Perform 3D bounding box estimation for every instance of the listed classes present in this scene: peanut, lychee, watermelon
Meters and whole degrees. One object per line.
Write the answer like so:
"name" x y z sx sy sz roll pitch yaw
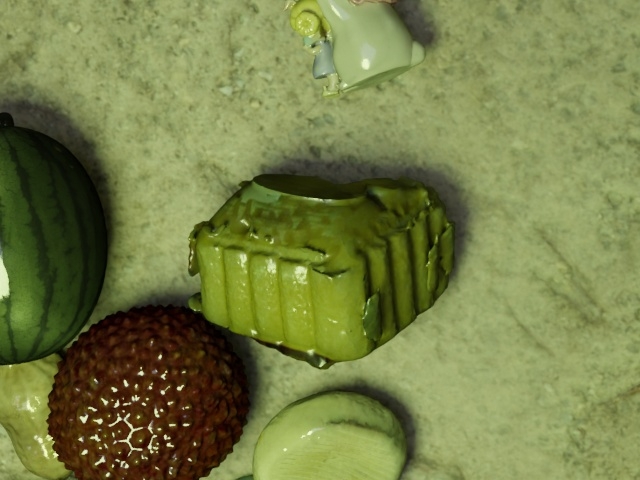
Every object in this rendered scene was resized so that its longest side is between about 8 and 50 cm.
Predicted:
"peanut" -0.414 0.246 1.742 0.129 0.129 0.224 -27 93 11
"lychee" -0.237 0.225 1.645 0.276 0.304 0.275 10 130 13
"watermelon" -0.439 -0.007 1.646 0.279 0.279 0.359 -8 88 10

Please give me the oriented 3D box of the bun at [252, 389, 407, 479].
"bun" 0.010 0.295 1.683 0.222 0.127 0.222 -5 118 -9

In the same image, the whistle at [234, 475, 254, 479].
"whistle" -0.146 0.406 1.743 0.258 0.067 0.126 3 95 12

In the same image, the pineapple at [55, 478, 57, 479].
"pineapple" -0.266 0.481 1.683 0.361 0.175 0.175 29 100 -14

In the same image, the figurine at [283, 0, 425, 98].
"figurine" 0.034 -0.327 1.619 0.155 0.127 0.235 -21 86 21

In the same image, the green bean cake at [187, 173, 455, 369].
"green bean cake" 0.000 0.000 1.603 0.310 0.285 0.202 15 123 31
